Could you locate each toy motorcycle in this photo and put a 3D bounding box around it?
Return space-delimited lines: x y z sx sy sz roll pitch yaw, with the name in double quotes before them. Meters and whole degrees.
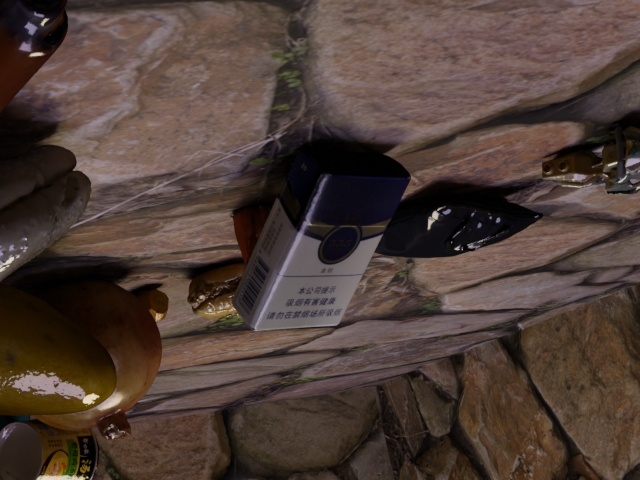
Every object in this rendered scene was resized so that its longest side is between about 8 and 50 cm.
"toy motorcycle" 0.432 -0.121 1.629 0.229 0.094 0.130 -8 168 43

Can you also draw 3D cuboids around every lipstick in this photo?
"lipstick" -0.325 -0.116 0.976 0.077 0.077 0.418 -2 161 -38

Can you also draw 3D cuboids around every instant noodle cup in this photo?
"instant noodle cup" -0.462 0.356 1.809 0.151 0.151 0.122 -19 159 24

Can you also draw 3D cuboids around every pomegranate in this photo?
"pomegranate" -0.378 0.198 1.765 0.252 0.270 0.229 -21 171 -2

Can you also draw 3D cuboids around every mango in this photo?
"mango" -0.468 0.163 1.554 0.365 0.182 0.253 17 157 5

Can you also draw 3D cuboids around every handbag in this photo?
"handbag" 0.216 -0.021 1.818 0.254 0.089 0.211 5 160 -42

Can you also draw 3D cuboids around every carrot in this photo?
"carrot" -0.379 0.152 2.030 0.066 0.066 0.314 -1 165 -40

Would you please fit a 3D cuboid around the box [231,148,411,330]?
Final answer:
"box" 0.000 0.000 1.475 0.168 0.071 0.259 -1 127 -41

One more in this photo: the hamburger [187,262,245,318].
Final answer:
"hamburger" -0.163 0.090 1.927 0.138 0.083 0.147 -18 167 6

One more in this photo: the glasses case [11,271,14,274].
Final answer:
"glasses case" -0.496 0.029 1.471 0.170 0.041 0.064 0 162 -44

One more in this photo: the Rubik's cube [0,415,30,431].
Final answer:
"Rubik's cube" -0.668 0.280 1.863 0.254 0.259 0.260 -18 166 16

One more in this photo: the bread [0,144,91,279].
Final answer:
"bread" -0.341 -0.017 1.177 0.183 0.102 0.337 -37 -173 -27

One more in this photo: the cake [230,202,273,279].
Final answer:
"cake" -0.055 -0.003 1.673 0.098 0.135 0.287 -23 -177 20
